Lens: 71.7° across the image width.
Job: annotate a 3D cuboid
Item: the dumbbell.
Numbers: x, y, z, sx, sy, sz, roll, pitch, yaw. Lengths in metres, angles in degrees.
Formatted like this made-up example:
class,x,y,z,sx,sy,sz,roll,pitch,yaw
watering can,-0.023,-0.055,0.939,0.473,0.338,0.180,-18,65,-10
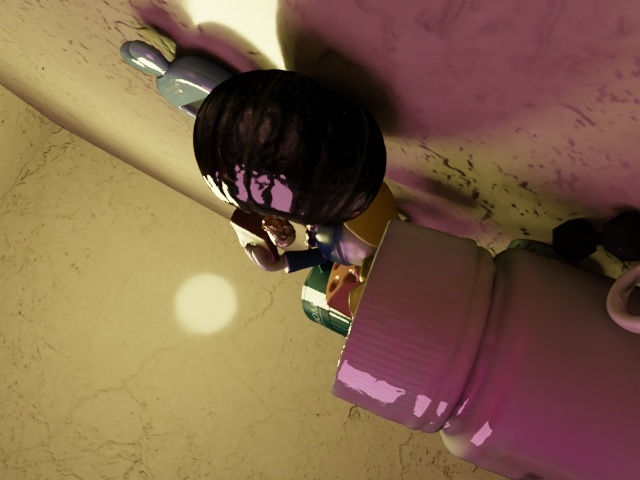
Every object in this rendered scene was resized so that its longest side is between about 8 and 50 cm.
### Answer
class,x,y,z,sx,sy,sz,roll,pitch,yaw
dumbbell,0.240,-0.002,0.380,0.040,0.036,0.083,32,172,-8

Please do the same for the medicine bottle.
class,x,y,z,sx,sy,sz,roll,pitch,yaw
medicine bottle,0.221,0.129,0.436,0.389,0.219,0.219,18,171,8

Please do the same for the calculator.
class,x,y,z,sx,sy,sz,roll,pitch,yaw
calculator,-0.115,-0.165,0.591,0.303,0.042,0.188,33,173,-33

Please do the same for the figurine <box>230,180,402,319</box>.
class,x,y,z,sx,sy,sz,roll,pitch,yaw
figurine,0.000,0.000,0.742,0.284,0.204,0.338,3,-174,1

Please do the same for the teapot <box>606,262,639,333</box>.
class,x,y,z,sx,sy,sz,roll,pitch,yaw
teapot,0.274,0.036,0.238,0.159,0.116,0.245,18,172,-11

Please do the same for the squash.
class,x,y,z,sx,sy,sz,roll,pitch,yaw
squash,-0.032,-0.082,0.428,0.193,0.155,0.193,28,-162,-10

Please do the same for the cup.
class,x,y,z,sx,sy,sz,roll,pitch,yaw
cup,0.127,0.169,1.392,0.242,0.307,0.292,-8,-160,-41

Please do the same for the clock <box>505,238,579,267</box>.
class,x,y,z,sx,sy,sz,roll,pitch,yaw
clock,0.267,0.025,0.536,0.085,0.017,0.085,29,173,4

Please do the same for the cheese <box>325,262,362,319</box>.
class,x,y,z,sx,sy,sz,roll,pitch,yaw
cheese,0.104,0.101,1.041,0.128,0.177,0.203,32,172,-18
